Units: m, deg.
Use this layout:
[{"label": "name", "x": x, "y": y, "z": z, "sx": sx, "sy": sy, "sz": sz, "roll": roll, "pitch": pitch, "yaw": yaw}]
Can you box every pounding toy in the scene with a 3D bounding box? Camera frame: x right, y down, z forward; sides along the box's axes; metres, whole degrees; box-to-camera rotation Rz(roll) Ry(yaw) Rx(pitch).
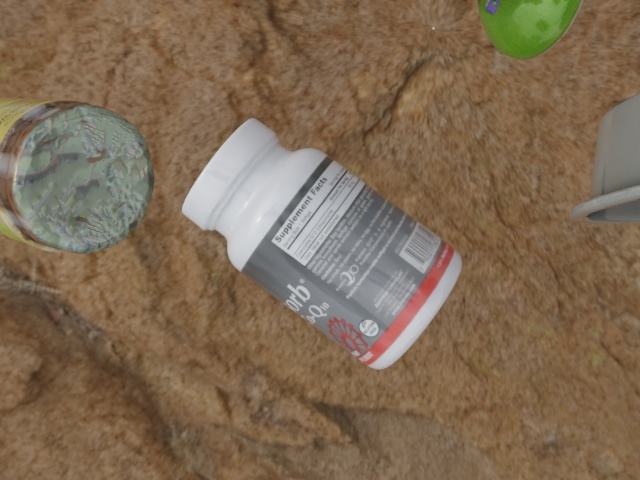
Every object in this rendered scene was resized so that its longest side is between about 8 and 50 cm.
[{"label": "pounding toy", "x": 0.212, "y": -0.335, "z": 1.037, "sx": 0.110, "sy": 0.237, "sz": 0.183, "roll": 6, "pitch": 150, "yaw": -24}]

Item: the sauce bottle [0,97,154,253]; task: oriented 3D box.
[{"label": "sauce bottle", "x": -0.263, "y": -0.062, "z": 0.722, "sx": 0.344, "sy": 0.111, "sz": 0.111, "roll": 11, "pitch": 111, "yaw": 51}]

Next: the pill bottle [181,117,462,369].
[{"label": "pill bottle", "x": 0.000, "y": 0.000, "z": 1.248, "sx": 0.363, "sy": 0.210, "sz": 0.210, "roll": 36, "pitch": 105, "yaw": 0}]

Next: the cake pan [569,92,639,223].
[{"label": "cake pan", "x": 0.272, "y": -0.054, "z": 0.439, "sx": 0.293, "sy": 0.293, "sz": 0.054, "roll": -7, "pitch": 85, "yaw": 9}]
